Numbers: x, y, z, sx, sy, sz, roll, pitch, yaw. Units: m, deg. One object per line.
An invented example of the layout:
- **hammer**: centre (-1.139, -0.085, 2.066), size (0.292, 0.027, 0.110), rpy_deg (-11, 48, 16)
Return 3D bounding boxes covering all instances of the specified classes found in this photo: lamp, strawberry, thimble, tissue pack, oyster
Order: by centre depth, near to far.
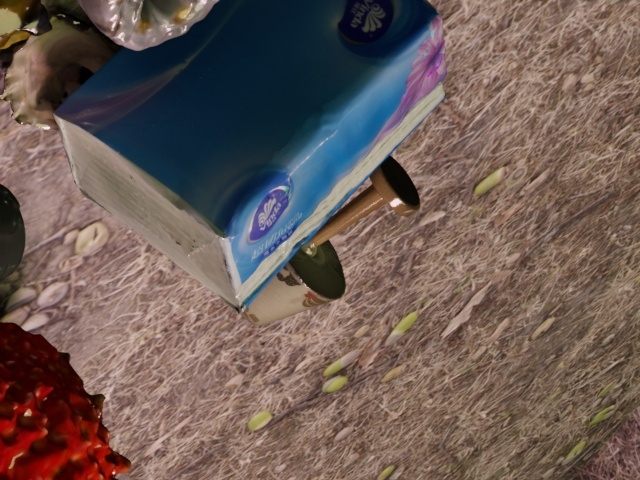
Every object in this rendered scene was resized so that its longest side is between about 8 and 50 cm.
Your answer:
- **thimble**: centre (-0.133, -0.228, 1.376), size (0.127, 0.118, 0.151), rpy_deg (-21, 151, -34)
- **tissue pack**: centre (-0.053, -0.112, 1.527), size (0.263, 0.198, 0.146), rpy_deg (-46, 156, -20)
- **oyster**: centre (-0.198, -0.137, 1.530), size (0.146, 0.045, 0.121), rpy_deg (-25, 153, -30)
- **strawberry**: centre (-0.356, 0.191, 1.656), size (0.343, 0.292, 0.292), rpy_deg (17, 123, -40)
- **lamp**: centre (0.000, 0.000, 1.939), size (0.215, 0.121, 0.121), rpy_deg (-35, 158, 21)

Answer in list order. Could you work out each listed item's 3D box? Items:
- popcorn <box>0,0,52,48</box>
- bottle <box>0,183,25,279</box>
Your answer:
- **popcorn**: centre (-0.258, -0.208, 1.222), size (0.195, 0.173, 0.168), rpy_deg (-5, 118, -37)
- **bottle**: centre (-0.351, 0.001, 1.446), size (0.271, 0.143, 0.156), rpy_deg (-12, 170, -41)
